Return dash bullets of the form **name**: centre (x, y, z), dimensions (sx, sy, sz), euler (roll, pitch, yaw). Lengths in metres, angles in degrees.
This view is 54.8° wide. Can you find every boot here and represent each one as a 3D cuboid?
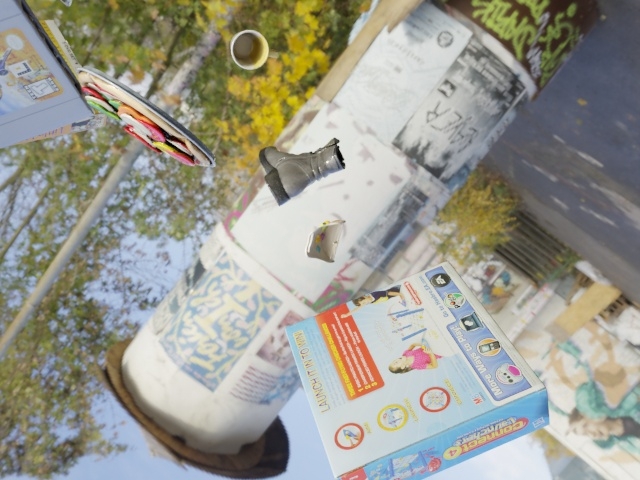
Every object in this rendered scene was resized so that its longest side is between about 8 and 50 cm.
- **boot**: centre (-0.044, -0.216, 1.716), dimensions (0.118, 0.223, 0.338), euler (60, -177, -30)

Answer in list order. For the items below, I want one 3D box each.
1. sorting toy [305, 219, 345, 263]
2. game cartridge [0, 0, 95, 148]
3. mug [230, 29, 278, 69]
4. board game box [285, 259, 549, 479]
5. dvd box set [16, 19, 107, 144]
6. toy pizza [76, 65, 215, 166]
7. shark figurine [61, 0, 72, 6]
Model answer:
- **sorting toy**: centre (0.000, 0.000, 1.103), dimensions (0.045, 0.083, 0.075), euler (25, -158, 28)
- **game cartridge**: centre (-0.502, -0.262, 0.946), dimensions (0.297, 0.198, 0.062), euler (75, 169, -61)
- **mug**: centre (-0.119, -0.319, 1.041), dimensions (0.078, 0.062, 0.064), euler (39, -174, -29)
- **board game box**: centre (0.128, 0.200, 0.940), dimensions (0.308, 0.302, 0.086), euler (-115, 4, -54)
- **dvd box set**: centre (-0.739, -0.344, 1.373), dimensions (0.420, 0.062, 0.307), euler (-22, -107, -37)
- **toy pizza**: centre (-0.222, -0.145, 0.779), dimensions (0.201, 0.032, 0.201), euler (32, 173, 4)
- **shark figurine**: centre (-0.584, -0.696, 1.386), dimensions (0.116, 0.278, 0.166), euler (14, 176, -1)
